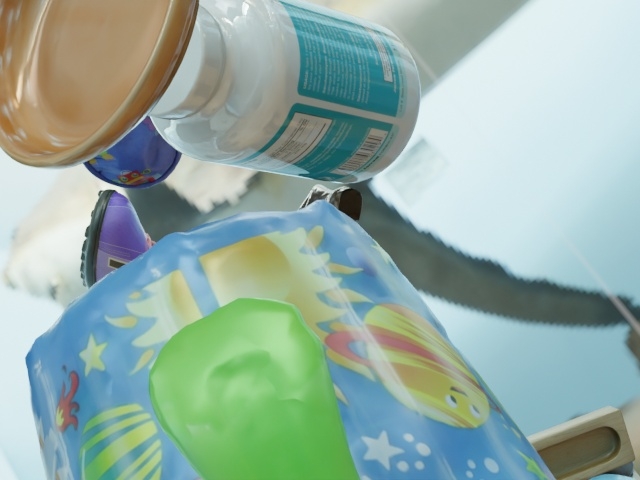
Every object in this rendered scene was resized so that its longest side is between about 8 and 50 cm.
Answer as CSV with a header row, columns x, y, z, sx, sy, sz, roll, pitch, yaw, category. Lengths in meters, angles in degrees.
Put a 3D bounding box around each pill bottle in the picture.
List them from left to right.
x,y,z,sx,sy,sz,roll,pitch,yaw,category
-0.044,-0.130,1.284,0.146,0.146,0.264,-48,-29,23,pill bottle

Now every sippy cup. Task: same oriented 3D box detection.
x,y,z,sx,sy,sz,roll,pitch,yaw,category
-0.009,0.116,0.656,0.240,0.224,0.305,-10,-27,-38,sippy cup

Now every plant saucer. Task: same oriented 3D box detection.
x,y,z,sx,sy,sz,roll,pitch,yaw,category
-0.139,-0.136,0.972,0.037,0.200,0.200,19,-58,-42,plant saucer

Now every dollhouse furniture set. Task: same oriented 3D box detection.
x,y,z,sx,sy,sz,roll,pitch,yaw,category
0.260,0.237,1.373,0.144,0.151,0.123,-19,6,-12,dollhouse furniture set

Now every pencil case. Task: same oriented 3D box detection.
x,y,z,sx,sy,sz,roll,pitch,yaw,category
-0.232,-0.205,1.846,0.133,0.306,0.119,25,-52,-34,pencil case

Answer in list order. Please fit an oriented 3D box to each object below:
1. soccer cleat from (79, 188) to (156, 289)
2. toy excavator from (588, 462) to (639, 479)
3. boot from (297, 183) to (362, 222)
x,y,z,sx,sy,sz,roll,pitch,yaw,category
-0.198,0.054,1.817,0.318,0.116,0.109,86,-162,-53,soccer cleat
0.207,0.445,1.676,0.433,0.222,0.445,-36,6,17,toy excavator
0.000,0.000,1.434,0.037,0.114,0.106,19,-95,-20,boot
